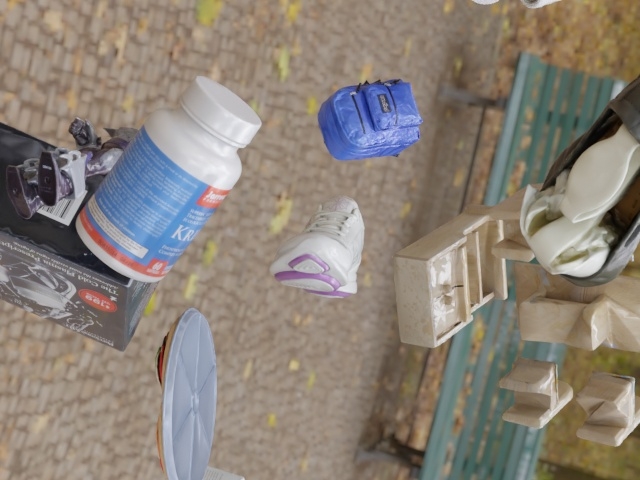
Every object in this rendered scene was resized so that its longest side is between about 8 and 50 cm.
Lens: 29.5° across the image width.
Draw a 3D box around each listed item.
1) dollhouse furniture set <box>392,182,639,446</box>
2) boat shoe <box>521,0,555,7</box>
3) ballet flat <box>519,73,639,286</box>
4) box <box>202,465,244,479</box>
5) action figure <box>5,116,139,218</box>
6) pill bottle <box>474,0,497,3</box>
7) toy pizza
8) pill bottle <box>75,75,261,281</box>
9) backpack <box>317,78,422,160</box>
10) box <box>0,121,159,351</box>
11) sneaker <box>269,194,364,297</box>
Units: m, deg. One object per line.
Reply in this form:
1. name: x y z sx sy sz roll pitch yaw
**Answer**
1. dollhouse furniture set: 0.354 0.079 1.963 0.256 0.394 0.362 -30 119 -48
2. boat shoe: 0.253 -0.454 1.533 0.156 0.136 0.367 -30 133 -13
3. ballet flat: 0.203 -0.035 0.916 0.096 0.095 0.280 -30 158 -25
4. box: -0.166 0.399 1.783 0.102 0.087 0.101 91 18 -51
5. action figure: -0.302 -0.120 1.715 0.285 0.185 0.099 -33 119 -50
6. pill bottle: 0.260 -0.433 1.874 0.152 0.086 0.086 -75 165 -45
7. toy pizza: -0.148 0.172 1.295 0.201 0.032 0.201 1 90 -81
8. pill bottle: -0.167 -0.071 1.372 0.221 0.124 0.124 -52 166 16
9. backpack: 0.062 -0.162 1.580 0.101 0.120 0.098 -44 -119 58
10. box: -0.440 -0.001 2.027 0.312 0.343 0.179 112 2 -64
11. sneaker: 0.000 0.000 1.750 0.305 0.114 0.152 45 55 -82
